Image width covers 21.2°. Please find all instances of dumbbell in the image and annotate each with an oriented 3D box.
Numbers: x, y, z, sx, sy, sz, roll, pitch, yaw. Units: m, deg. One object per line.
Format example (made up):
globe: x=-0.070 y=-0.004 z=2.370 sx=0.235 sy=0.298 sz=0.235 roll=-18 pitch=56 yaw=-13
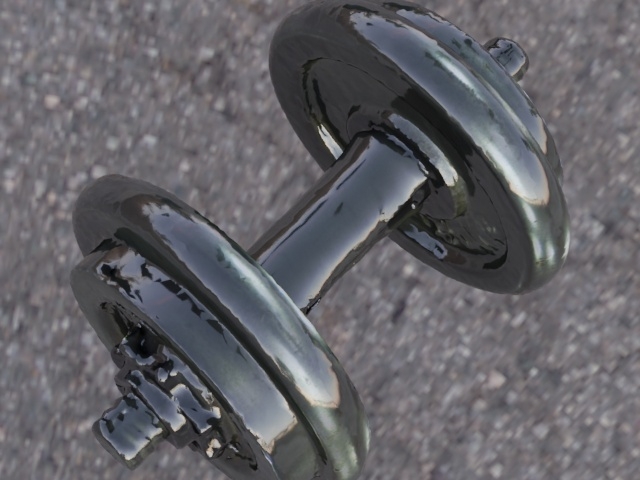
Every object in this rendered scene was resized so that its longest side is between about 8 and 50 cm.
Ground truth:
dumbbell: x=0.000 y=0.000 z=0.832 sx=0.192 sy=0.192 sz=0.290 roll=43 pitch=72 yaw=10
